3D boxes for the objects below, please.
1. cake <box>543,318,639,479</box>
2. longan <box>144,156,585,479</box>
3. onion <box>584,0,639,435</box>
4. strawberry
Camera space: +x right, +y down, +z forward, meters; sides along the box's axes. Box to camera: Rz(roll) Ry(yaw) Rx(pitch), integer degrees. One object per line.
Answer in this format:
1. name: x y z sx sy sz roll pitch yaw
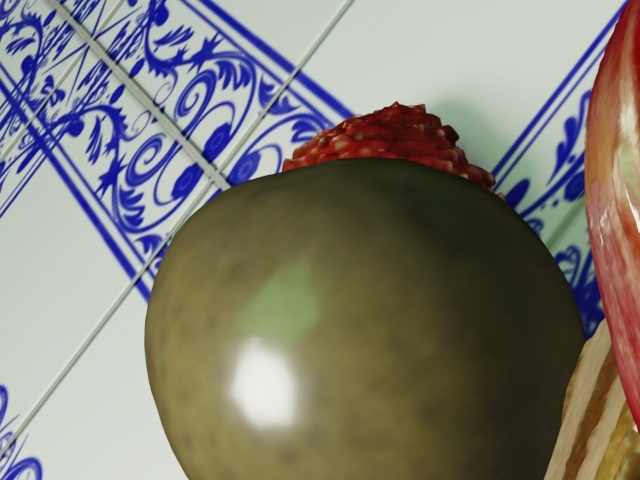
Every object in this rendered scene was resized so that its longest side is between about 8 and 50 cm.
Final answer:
1. cake: 0.196 0.116 0.829 0.293 0.196 0.198 106 -174 -63
2. longan: 0.024 0.075 1.126 0.258 0.258 0.258 -38 31 28
3. onion: 0.248 -0.033 0.578 0.341 0.341 0.341 -38 31 28
4. strawberry: 0.000 0.000 1.375 0.233 0.138 0.306 -49 29 12
